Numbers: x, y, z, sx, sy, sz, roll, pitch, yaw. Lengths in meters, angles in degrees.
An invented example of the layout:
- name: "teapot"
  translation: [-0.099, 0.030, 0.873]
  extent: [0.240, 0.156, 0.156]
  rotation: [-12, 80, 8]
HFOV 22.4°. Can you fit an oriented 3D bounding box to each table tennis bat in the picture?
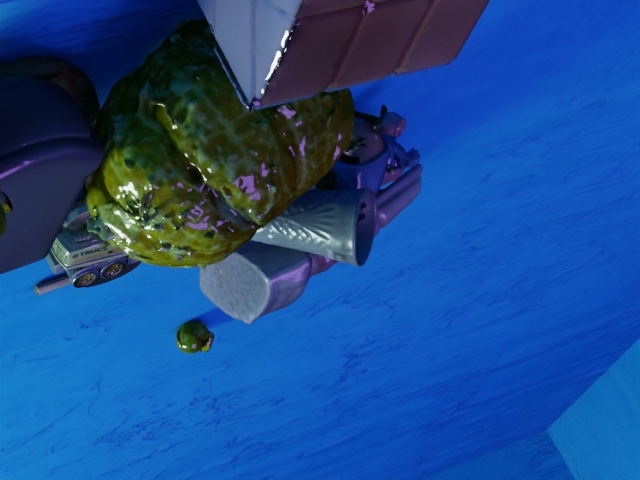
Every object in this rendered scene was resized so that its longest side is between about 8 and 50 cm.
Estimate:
- name: "table tennis bat"
  translation: [-0.293, 0.040, 2.072]
  extent: [0.156, 0.013, 0.087]
  rotation: [-19, 158, -26]

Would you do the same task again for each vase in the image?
- name: "vase"
  translation: [-0.048, -0.028, 1.980]
  extent: [0.219, 0.096, 0.096]
  rotation: [7, 167, 17]

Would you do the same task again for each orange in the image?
- name: "orange"
  translation: [-0.116, -0.103, 1.662]
  extent: [0.301, 0.223, 0.300]
  rotation: [-40, 176, 14]

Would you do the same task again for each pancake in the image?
- name: "pancake"
  translation: [-0.327, -0.105, 1.639]
  extent: [0.242, 0.050, 0.242]
  rotation: [-29, 160, -12]

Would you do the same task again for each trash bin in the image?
- name: "trash bin"
  translation: [-0.317, -0.053, 1.558]
  extent: [0.177, 0.101, 0.236]
  rotation: [-22, 159, -35]

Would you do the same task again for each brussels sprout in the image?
- name: "brussels sprout"
  translation: [-0.186, 0.146, 2.427]
  extent: [0.051, 0.046, 0.083]
  rotation: [-38, 168, 12]

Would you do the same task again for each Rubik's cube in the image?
- name: "Rubik's cube"
  translation: [0.015, -0.282, 1.417]
  extent: [0.225, 0.231, 0.221]
  rotation: [-16, 155, -27]

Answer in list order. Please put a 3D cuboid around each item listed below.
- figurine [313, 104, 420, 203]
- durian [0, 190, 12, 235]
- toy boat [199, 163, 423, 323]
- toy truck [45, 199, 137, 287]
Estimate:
- name: "figurine"
  translation: [0.058, -0.119, 2.056]
  extent: [0.178, 0.114, 0.144]
  rotation: [-23, 139, -50]
- name: "durian"
  translation: [-0.380, -0.008, 1.371]
  extent: [0.159, 0.198, 0.146]
  rotation: [-68, 155, -7]
- name: "toy boat"
  translation: [-0.030, 0.014, 2.156]
  extent: [0.293, 0.111, 0.276]
  rotation: [-29, -173, -39]
- name: "toy truck"
  translation: [-0.233, -0.025, 1.901]
  extent: [0.191, 0.085, 0.116]
  rotation: [-18, 152, -21]
